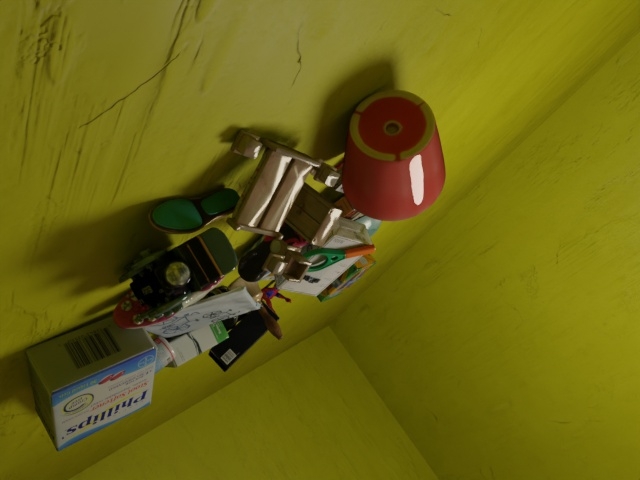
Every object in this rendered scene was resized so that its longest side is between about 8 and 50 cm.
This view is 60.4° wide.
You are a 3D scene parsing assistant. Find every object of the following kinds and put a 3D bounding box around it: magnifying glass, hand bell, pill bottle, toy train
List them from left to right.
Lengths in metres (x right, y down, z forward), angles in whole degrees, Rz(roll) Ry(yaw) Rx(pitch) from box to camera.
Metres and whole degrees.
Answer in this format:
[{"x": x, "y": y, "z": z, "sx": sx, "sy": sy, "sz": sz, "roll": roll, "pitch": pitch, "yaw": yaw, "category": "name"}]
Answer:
[{"x": -0.533, "y": 0.375, "z": 1.690, "sx": 0.160, "sy": 0.087, "sz": 0.087, "roll": -38, "pitch": 169, "yaw": -32, "category": "pill bottle"}, {"x": -0.310, "y": 0.072, "z": 1.188, "sx": 0.190, "sy": 0.142, "sz": 0.334, "roll": -31, "pitch": -175, "yaw": -30, "category": "toy train"}, {"x": -0.201, "y": 0.233, "z": 1.867, "sx": 0.126, "sy": 0.242, "sz": 0.126, "roll": -34, "pitch": 165, "yaw": -10, "category": "hand bell"}, {"x": 0.047, "y": 0.045, "z": 1.608, "sx": 0.231, "sy": 0.026, "sz": 0.092, "roll": -10, "pitch": 145, "yaw": -9, "category": "magnifying glass"}]

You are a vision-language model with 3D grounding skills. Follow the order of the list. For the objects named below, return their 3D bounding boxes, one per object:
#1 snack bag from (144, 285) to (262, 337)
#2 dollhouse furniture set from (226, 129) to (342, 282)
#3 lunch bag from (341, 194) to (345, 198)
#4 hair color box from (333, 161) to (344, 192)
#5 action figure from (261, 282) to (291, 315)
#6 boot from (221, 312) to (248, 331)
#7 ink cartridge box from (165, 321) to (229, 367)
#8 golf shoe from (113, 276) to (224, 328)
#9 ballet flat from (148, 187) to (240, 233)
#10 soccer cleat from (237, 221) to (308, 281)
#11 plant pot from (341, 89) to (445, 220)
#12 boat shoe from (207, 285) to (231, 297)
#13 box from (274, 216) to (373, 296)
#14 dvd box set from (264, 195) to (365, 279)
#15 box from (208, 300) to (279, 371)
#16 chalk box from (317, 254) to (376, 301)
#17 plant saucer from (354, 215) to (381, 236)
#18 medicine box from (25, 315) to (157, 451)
[{"x": -0.362, "y": 0.215, "z": 1.665, "sx": 0.342, "sy": 0.037, "sz": 0.323, "roll": -17, "pitch": 163, "yaw": -3, "category": "snack bag"}, {"x": -0.142, "y": -0.085, "z": 1.244, "sx": 0.355, "sy": 0.174, "sz": 0.303, "roll": 14, "pitch": 110, "yaw": -49, "category": "dollhouse furniture set"}, {"x": 0.093, "y": -0.125, "z": 1.810, "sx": 0.083, "sy": 0.053, "sz": 0.071, "roll": -38, "pitch": 170, "yaw": -25, "category": "lunch bag"}, {"x": 0.089, "y": -0.186, "z": 1.604, "sx": 0.093, "sy": 0.053, "sz": 0.167, "roll": -40, "pitch": 168, "yaw": 15, "category": "hair color box"}, {"x": -0.134, "y": 0.198, "z": 2.152, "sx": 0.280, "sy": 0.139, "sz": 0.091, "roll": -37, "pitch": 166, "yaw": 14, "category": "action figure"}, {"x": -0.323, "y": 0.274, "z": 2.083, "sx": 0.161, "sy": 0.083, "sz": 0.246, "roll": -35, "pitch": 174, "yaw": -33, "category": "boot"}, {"x": -0.443, "y": 0.345, "z": 1.878, "sx": 0.208, "sy": 0.087, "sz": 0.153, "roll": -27, "pitch": -174, "yaw": -35, "category": "ink cartridge box"}, {"x": -0.387, "y": 0.150, "z": 1.432, "sx": 0.306, "sy": 0.115, "sz": 0.140, "roll": -28, "pitch": 167, "yaw": -29, "category": "golf shoe"}, {"x": -0.264, "y": -0.051, "z": 1.148, "sx": 0.232, "sy": 0.080, "sz": 0.073, "roll": -21, "pitch": 170, "yaw": -47, "category": "ballet flat"}, {"x": -0.114, "y": -0.004, "z": 1.633, "sx": 0.331, "sy": 0.116, "sz": 0.143, "roll": -39, "pitch": -177, "yaw": 15, "category": "soccer cleat"}, {"x": 0.176, "y": -0.215, "z": 1.342, "sx": 0.275, "sy": 0.275, "sz": 0.243, "roll": -35, "pitch": 158, "yaw": -7, "category": "plant pot"}, {"x": -0.322, "y": 0.182, "z": 1.804, "sx": 0.066, "sy": 0.066, "sz": 0.183, "roll": -48, "pitch": 170, "yaw": -18, "category": "boat shoe"}, {"x": 0.001, "y": 0.051, "z": 1.692, "sx": 0.169, "sy": 0.087, "sz": 0.290, "roll": 14, "pitch": 134, "yaw": -39, "category": "box"}, {"x": 0.000, "y": 0.000, "z": 1.838, "sx": 0.420, "sy": 0.062, "sz": 0.307, "roll": -35, "pitch": 163, "yaw": 22, "category": "dvd box set"}, {"x": -0.288, "y": 0.361, "z": 2.056, "sx": 0.261, "sy": 0.103, "sz": 0.184, "roll": -43, "pitch": 174, "yaw": -21, "category": "box"}, {"x": 0.045, "y": 0.122, "z": 2.231, "sx": 0.289, "sy": 0.180, "sz": 0.179, "roll": -45, "pitch": 164, "yaw": 27, "category": "chalk box"}, {"x": 0.129, "y": -0.024, "z": 1.800, "sx": 0.195, "sy": 0.037, "sz": 0.195, "roll": -27, "pitch": 163, "yaw": -9, "category": "plant saucer"}, {"x": -0.578, "y": 0.355, "z": 1.407, "sx": 0.263, "sy": 0.149, "sz": 0.289, "roll": -22, "pitch": 146, "yaw": -37, "category": "medicine box"}]
